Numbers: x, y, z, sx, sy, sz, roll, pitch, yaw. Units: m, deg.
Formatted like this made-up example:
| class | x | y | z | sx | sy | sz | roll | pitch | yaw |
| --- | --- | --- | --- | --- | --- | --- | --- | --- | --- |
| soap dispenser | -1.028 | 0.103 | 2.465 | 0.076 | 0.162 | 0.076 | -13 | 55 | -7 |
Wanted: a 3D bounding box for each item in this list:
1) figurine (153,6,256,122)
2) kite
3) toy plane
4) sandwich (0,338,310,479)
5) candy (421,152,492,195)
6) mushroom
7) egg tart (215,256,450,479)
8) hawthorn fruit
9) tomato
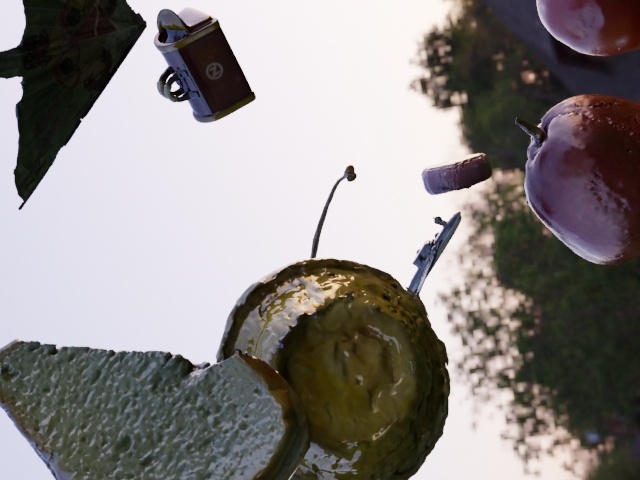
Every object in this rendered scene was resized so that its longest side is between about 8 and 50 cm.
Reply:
| class | x | y | z | sx | sy | sz | roll | pitch | yaw |
| --- | --- | --- | --- | --- | --- | --- | --- | --- | --- |
| figurine | -0.158 | -0.213 | 1.392 | 0.082 | 0.098 | 0.154 | 36 | 160 | 52 |
| kite | -0.255 | -0.188 | 1.109 | 0.267 | 0.013 | 0.323 | -32 | -43 | -51 |
| toy plane | 0.212 | 0.037 | 2.248 | 0.226 | 0.058 | 0.226 | -67 | -4 | -68 |
| sandwich | -0.172 | 0.174 | 1.160 | 0.288 | 0.254 | 0.100 | 49 | 171 | 19 |
| candy | 0.197 | -0.096 | 1.674 | 0.103 | 0.103 | 0.043 | -33 | -71 | -73 |
| mushroom | -0.003 | -0.002 | 2.023 | 0.025 | 0.028 | 0.286 | 16 | -76 | -37 |
| egg tart | 0.027 | 0.186 | 1.557 | 0.132 | 0.345 | 0.346 | 148 | 115 | -74 |
| hawthorn fruit | 0.243 | -0.060 | 1.012 | 0.148 | 0.172 | 0.148 | -61 | 11 | 20 |
| tomato | 0.406 | -0.349 | 1.658 | 0.195 | 0.195 | 0.136 | -76 | 0 | -55 |
